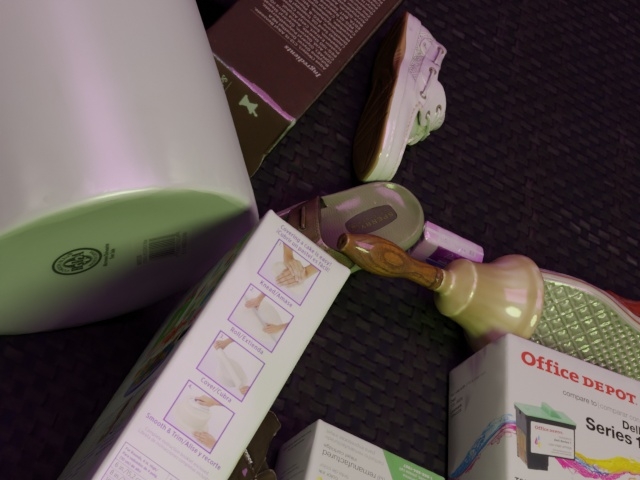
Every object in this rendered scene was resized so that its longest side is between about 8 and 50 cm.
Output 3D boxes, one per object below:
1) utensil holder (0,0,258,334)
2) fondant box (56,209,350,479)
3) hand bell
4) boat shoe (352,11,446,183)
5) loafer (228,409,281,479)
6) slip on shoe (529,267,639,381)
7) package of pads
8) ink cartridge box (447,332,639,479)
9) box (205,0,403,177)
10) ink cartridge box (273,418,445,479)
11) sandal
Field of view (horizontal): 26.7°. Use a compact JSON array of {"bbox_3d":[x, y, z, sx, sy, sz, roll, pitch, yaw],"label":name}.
[{"bbox_3d":[-0.256,-0.146,1.236,0.327,0.327,0.386,-4,67,-35],"label":"utensil holder"},{"bbox_3d":[-0.128,0.158,1.147,0.096,0.238,0.330,36,57,-9],"label":"fondant box"},{"bbox_3d":[0.115,0.039,1.465,0.242,0.126,0.126,21,51,-32],"label":"hand bell"},{"bbox_3d":[0.110,-0.166,1.637,0.096,0.098,0.277,28,49,-15],"label":"boat shoe"},{"bbox_3d":[-0.077,0.235,1.268,0.078,0.080,0.220,27,50,-16],"label":"loafer"},{"bbox_3d":[0.343,0.112,1.621,0.331,0.123,0.101,19,20,-16],"label":"slip on shoe"},{"bbox_3d":[0.144,0.013,1.577,0.083,0.050,0.032,24,51,-18],"label":"package of pads"},{"bbox_3d":[0.247,0.263,1.440,0.201,0.117,0.278,21,52,-21],"label":"ink cartridge box"},{"bbox_3d":[-0.035,-0.221,1.517,0.143,0.191,0.381,40,47,-5],"label":"box"},{"bbox_3d":[0.021,0.303,1.284,0.154,0.093,0.212,28,52,-17],"label":"ink cartridge box"},{"bbox_3d":[0.000,-0.002,1.461,0.302,0.086,0.120,-30,80,-35],"label":"sandal"}]
